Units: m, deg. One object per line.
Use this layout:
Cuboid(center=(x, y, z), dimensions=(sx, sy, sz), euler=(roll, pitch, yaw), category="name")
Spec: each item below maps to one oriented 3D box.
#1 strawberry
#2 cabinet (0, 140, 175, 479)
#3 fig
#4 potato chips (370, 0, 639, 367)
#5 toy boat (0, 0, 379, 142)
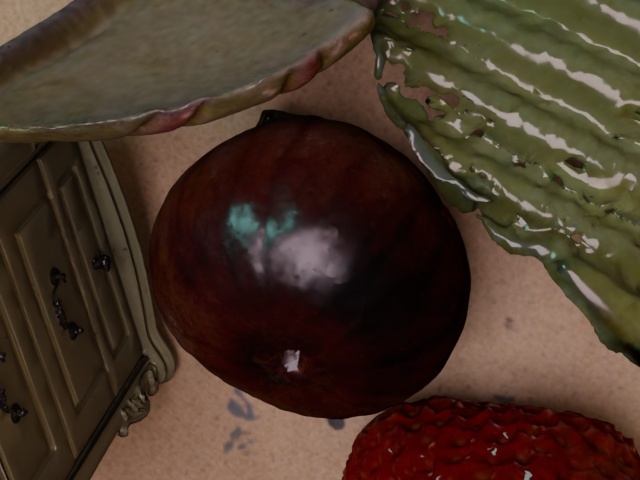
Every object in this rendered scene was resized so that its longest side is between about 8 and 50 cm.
Cuboid(center=(0.126, 0.203, 0.981), dimensions=(0.244, 0.205, 0.205), euler=(23, 107, 34), category="strawberry")
Cuboid(center=(-0.285, 0.074, 0.949), dimensions=(0.227, 0.318, 0.290), euler=(-4, 118, 17), category="cabinet")
Cuboid(center=(0.000, 0.014, 0.951), dimensions=(0.235, 0.214, 0.235), euler=(23, 133, 27), category="fig")
Cuboid(center=(0.245, -0.131, 0.908), dimensions=(0.373, 0.097, 0.389), euler=(-40, 85, 10), category="potato chips")
Cuboid(center=(-0.089, -0.145, 0.911), dimensions=(0.276, 0.293, 0.111), euler=(5, 135, 22), category="toy boat")
